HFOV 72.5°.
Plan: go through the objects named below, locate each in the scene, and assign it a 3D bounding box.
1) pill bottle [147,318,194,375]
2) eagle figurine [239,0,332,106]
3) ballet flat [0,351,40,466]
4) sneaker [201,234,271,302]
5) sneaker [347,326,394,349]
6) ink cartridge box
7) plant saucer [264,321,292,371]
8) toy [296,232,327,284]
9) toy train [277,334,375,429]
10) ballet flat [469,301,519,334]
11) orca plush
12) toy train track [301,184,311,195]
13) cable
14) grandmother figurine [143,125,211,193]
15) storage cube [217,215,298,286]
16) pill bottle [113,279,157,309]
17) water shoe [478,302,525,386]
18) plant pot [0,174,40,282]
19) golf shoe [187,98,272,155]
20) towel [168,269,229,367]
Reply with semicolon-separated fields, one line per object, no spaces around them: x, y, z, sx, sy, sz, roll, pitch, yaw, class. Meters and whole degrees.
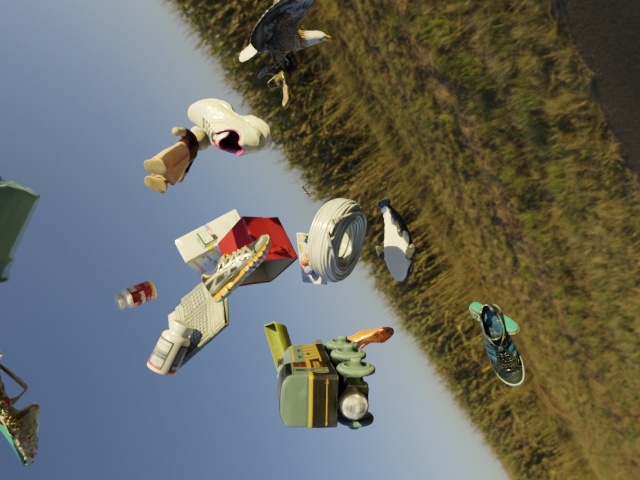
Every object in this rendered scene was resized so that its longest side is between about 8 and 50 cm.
-0.532;0.382;1.567;0.108;0.180;0.108;25;173;3;pill bottle
-0.076;-0.531;1.074;0.226;0.225;0.298;53;157;26;eagle figurine
-0.589;0.317;0.832;0.091;0.077;0.240;-4;113;47;ballet flat
-0.213;0.058;1.111;0.083;0.215;0.084;44;173;8;sneaker
0.175;0.337;1.555;0.067;0.175;0.064;-95;-14;-61;sneaker
-0.435;0.014;1.835;0.117;0.278;0.201;59;172;19;ink cartridge box
-0.142;0.388;1.596;0.188;0.045;0.188;-38;69;66;plant saucer
-0.050;0.086;1.947;0.056;0.137;0.237;-20;-71;-54;toy
0.002;0.291;0.929;0.334;0.190;0.142;-166;79;-84;toy train
0.572;0.268;1.435;0.070;0.070;0.188;51;174;-35;ballet flat
0.269;-0.005;1.524;0.102;0.151;0.287;-14;-103;-47;orca plush
-0.075;-0.261;2.263;0.083;0.048;0.014;49;-127;-39;toy train track
0.054;0.001;1.320;0.257;0.089;0.257;-41;-41;-50;cable
-0.462;-0.287;1.466;0.104;0.207;0.342;26;-140;-3;grandmother figurine
-0.234;0.037;1.630;0.184;0.215;0.193;-3;-122;-49;storage cube
-0.765;0.228;1.802;0.152;0.086;0.086;-23;-105;-41;pill bottle
0.428;0.253;1.055;0.080;0.073;0.203;15;-126;-57;water shoe
-1.212;-0.073;1.550;0.341;0.334;0.341;26;175;2;plant pot
-0.298;-0.341;1.314;0.306;0.140;0.115;24;133;21;golf shoe
-0.482;0.293;1.706;0.056;0.312;0.324;36;-160;-36;towel
